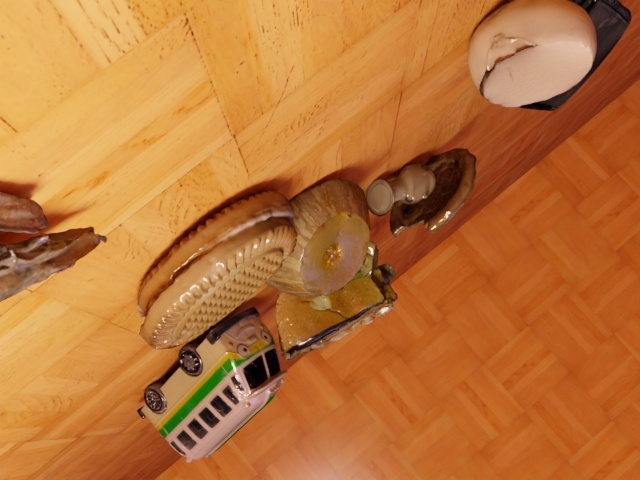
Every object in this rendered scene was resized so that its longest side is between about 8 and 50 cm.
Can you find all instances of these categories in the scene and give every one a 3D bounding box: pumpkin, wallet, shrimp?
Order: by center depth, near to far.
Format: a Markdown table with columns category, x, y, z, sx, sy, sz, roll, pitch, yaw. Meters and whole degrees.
| category | x | y | z | sx | sy | sz | roll | pitch | yaw |
| --- | --- | --- | --- | --- | --- | --- | --- | --- | --- |
| shrimp | -0.249 | 0.005 | 0.574 | 0.223 | 0.047 | 0.126 | -22 | 149 | -54 |
| pumpkin | 0.005 | 0.016 | 1.173 | 0.217 | 0.110 | 0.217 | -21 | 138 | -21 |
| wallet | 0.452 | -0.345 | 1.399 | 0.237 | 0.075 | 0.342 | -56 | 161 | 24 |

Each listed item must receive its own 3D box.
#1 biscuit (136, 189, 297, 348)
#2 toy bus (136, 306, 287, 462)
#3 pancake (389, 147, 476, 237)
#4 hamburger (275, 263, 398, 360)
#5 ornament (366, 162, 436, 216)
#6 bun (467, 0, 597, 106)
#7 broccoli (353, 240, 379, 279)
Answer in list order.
| category | x | y | z | sx | sy | sz | roll | pitch | yaw |
| --- | --- | --- | --- | --- | --- | --- | --- | --- | --- |
| biscuit | -0.131 | 0.040 | 1.000 | 0.259 | 0.079 | 0.259 | -39 | 170 | -8 |
| toy bus | -0.200 | 0.286 | 1.486 | 0.305 | 0.179 | 0.143 | -47 | 167 | 32 |
| pancake | 0.221 | -0.095 | 1.511 | 0.235 | 0.029 | 0.212 | -18 | -139 | 54 |
| hamburger | 0.018 | 0.108 | 1.541 | 0.288 | 0.192 | 0.168 | -26 | 157 | -11 |
| ornament | 0.159 | -0.097 | 1.441 | 0.156 | 0.081 | 0.075 | -23 | 140 | -45 |
| bun | 0.286 | -0.271 | 1.051 | 0.172 | 0.120 | 0.173 | -8 | 159 | -3 |
| broccoli | 0.032 | 0.016 | 1.353 | 0.146 | 0.138 | 0.162 | -22 | 122 | -72 |
